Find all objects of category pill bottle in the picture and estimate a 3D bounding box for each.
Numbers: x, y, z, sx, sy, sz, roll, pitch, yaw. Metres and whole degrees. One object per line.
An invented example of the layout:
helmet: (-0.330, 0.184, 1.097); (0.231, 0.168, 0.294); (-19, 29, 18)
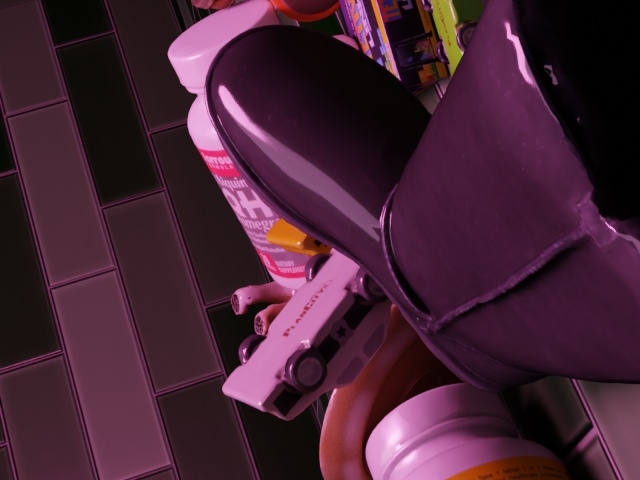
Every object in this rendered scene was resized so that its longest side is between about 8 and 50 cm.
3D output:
pill bottle: (-0.046, -0.112, 1.224); (0.319, 0.176, 0.176); (62, 178, -28)
pill bottle: (0.159, 0.292, 0.885); (0.188, 0.187, 0.334); (81, 169, -46)

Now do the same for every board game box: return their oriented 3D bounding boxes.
board game box: (0.058, -0.218, 0.987); (0.141, 0.048, 0.170); (170, 83, -81)

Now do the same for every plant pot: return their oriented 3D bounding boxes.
plant pot: (0.089, 0.158, 1.049); (0.032, 0.236, 0.236); (26, 143, 34)

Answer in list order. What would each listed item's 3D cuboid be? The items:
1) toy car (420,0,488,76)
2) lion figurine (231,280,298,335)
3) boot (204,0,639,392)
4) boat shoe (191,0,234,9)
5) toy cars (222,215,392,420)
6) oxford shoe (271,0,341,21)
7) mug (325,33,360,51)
toy car: (0.090, -0.223, 0.748); (0.239, 0.053, 0.225); (-179, 71, -82)
lion figurine: (0.000, 0.000, 1.456); (0.142, 0.240, 0.392); (28, 121, 55)
boot: (0.073, -0.059, 0.629); (0.367, 0.146, 0.445); (43, 172, 3)
boat shoe: (-0.093, -0.393, 1.239); (0.111, 0.104, 0.307); (-44, 39, 51)
toy cars: (0.025, 0.019, 0.973); (0.087, 0.176, 0.394); (46, -148, -24)
oxford shoe: (-0.060, -0.418, 1.102); (0.133, 0.130, 0.364); (-109, 6, -58)
mug: (0.004, -0.180, 1.031); (0.062, 0.064, 0.078); (93, 158, -72)
